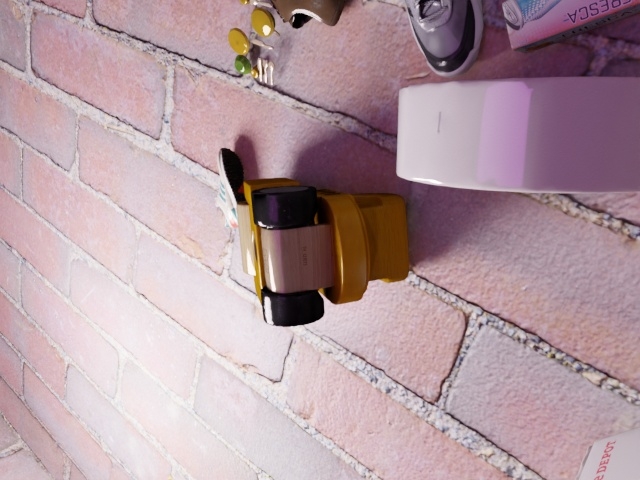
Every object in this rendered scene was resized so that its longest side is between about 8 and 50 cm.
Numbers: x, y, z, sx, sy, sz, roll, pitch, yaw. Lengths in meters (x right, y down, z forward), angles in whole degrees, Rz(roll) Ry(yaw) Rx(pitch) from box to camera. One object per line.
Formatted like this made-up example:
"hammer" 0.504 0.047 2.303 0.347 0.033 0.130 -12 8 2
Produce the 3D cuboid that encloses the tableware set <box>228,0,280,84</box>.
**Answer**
"tableware set" -0.118 -0.355 0.901 0.104 0.024 0.154 25 140 21

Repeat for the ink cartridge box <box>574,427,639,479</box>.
"ink cartridge box" 0.437 0.269 0.533 0.306 0.226 0.131 -43 73 37

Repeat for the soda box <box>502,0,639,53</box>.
"soda box" 0.315 -0.281 0.600 0.183 0.058 0.062 -11 94 38

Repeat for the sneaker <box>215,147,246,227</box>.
"sneaker" -0.188 -0.100 1.027 0.075 0.057 0.161 -14 95 33

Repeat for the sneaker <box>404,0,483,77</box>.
"sneaker" 0.126 -0.347 0.667 0.101 0.153 0.268 -9 95 39

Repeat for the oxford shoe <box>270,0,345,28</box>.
"oxford shoe" -0.059 -0.402 0.843 0.227 0.083 0.096 32 127 31

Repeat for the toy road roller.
"toy road roller" 0.000 0.000 0.853 0.329 0.241 0.202 -149 54 -71

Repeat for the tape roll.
"tape roll" 0.225 -0.119 0.563 0.286 0.286 0.100 10 107 35
